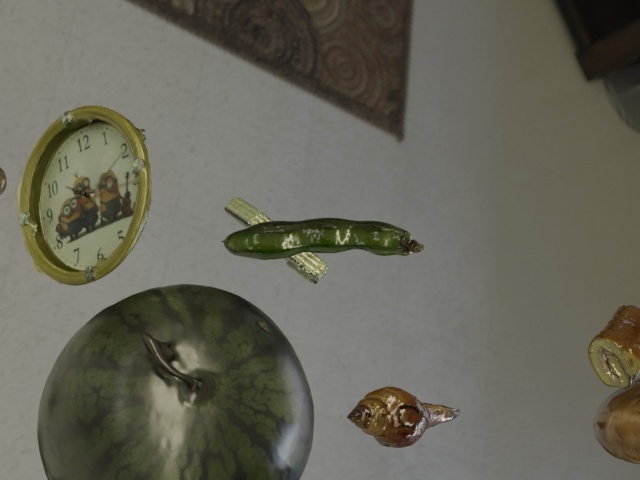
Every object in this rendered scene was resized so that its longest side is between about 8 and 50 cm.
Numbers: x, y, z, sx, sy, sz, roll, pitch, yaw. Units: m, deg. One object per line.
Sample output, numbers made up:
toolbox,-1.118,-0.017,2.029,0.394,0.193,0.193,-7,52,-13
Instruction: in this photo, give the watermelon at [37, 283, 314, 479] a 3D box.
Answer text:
watermelon,-0.145,0.185,1.023,0.279,0.359,0.278,5,67,-11

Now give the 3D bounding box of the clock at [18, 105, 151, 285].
clock,-0.295,-0.057,1.295,0.057,0.237,0.237,9,67,-55

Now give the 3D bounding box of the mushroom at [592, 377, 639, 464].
mushroom,0.418,0.201,1.081,0.278,0.278,0.146,6,84,-38

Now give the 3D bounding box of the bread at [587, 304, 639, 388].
bread,0.238,0.081,0.775,0.083,0.036,0.047,-28,89,-55

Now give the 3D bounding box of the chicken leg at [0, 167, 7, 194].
chicken leg,-0.668,-0.129,1.957,0.085,0.198,0.069,17,88,-31

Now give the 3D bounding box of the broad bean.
broad bean,0.001,-0.002,1.221,0.065,0.255,0.046,-72,157,-54

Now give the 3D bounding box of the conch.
conch,0.116,0.252,1.397,0.233,0.086,0.080,33,61,-56

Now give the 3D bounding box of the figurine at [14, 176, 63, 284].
figurine,-0.400,-0.015,1.558,0.127,0.235,0.155,-24,71,-19

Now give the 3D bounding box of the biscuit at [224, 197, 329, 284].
biscuit,-0.091,-0.004,2.070,0.252,0.150,0.052,37,83,4
